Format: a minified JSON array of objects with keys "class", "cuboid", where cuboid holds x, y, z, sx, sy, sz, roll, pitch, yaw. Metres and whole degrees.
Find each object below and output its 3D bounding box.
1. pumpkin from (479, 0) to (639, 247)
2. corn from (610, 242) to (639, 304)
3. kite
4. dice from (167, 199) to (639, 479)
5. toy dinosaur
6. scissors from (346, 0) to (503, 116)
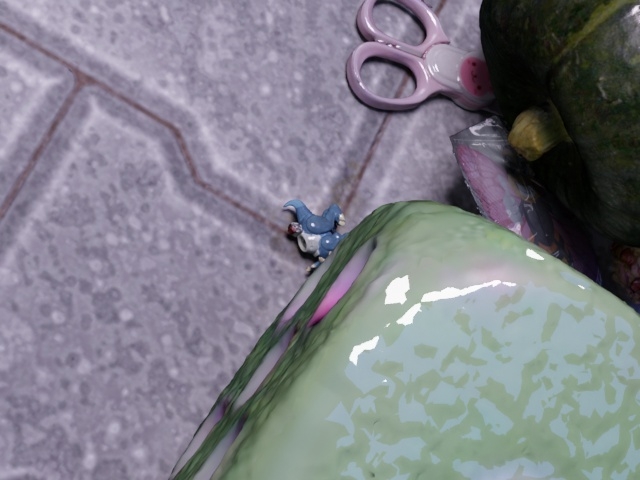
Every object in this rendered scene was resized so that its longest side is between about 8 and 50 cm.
[{"class":"pumpkin","cuboid":[0.248,-0.135,1.114,0.207,0.300,0.300,-27,84,-4]},{"class":"corn","cuboid":[0.377,-0.054,1.239,0.280,0.092,0.092,-39,90,-2]},{"class":"kite","cuboid":[0.215,0.055,1.174,0.204,0.022,0.360,-3,70,-52]},{"class":"dice","cuboid":[0.088,0.178,0.924,0.322,0.330,0.318,37,82,-4]},{"class":"toy dinosaur","cuboid":[0.000,0.000,1.141,0.047,0.030,0.083,-19,81,-29]},{"class":"scissors","cuboid":[0.141,-0.148,1.249,0.242,0.030,0.118,20,68,-16]}]
